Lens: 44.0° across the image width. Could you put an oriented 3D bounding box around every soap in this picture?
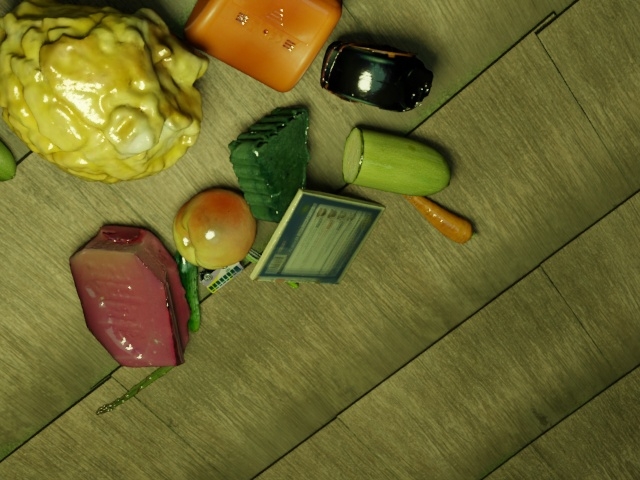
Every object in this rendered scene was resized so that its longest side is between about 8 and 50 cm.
[{"bbox_3d":[-0.411,0.123,1.744,0.220,0.127,0.324,-3,114,5],"label":"soap"}]

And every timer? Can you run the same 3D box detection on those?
[{"bbox_3d":[-0.113,-0.443,1.591,0.257,0.161,0.250,25,122,-21],"label":"timer"}]

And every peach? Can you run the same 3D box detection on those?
[{"bbox_3d":[-0.225,-0.028,1.711,0.184,0.184,0.184,-5,115,-10],"label":"peach"}]

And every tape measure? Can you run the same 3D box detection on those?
[{"bbox_3d":[0.108,-0.337,1.629,0.223,0.202,0.135,6,109,-20],"label":"tape measure"}]

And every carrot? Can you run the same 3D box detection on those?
[{"bbox_3d":[0.265,-0.064,1.867,0.257,0.061,0.061,31,104,-19],"label":"carrot"}]

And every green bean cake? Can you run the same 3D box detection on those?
[{"bbox_3d":[-0.088,-0.157,1.685,0.193,0.107,0.208,-46,127,-40],"label":"green bean cake"}]

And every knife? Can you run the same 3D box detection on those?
[{"bbox_3d":[-0.123,0.063,1.860,0.184,0.022,0.026,37,77,-23],"label":"knife"}]

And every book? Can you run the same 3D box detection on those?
[{"bbox_3d":[0.000,0.000,1.761,0.322,0.018,0.228,8,118,-54],"label":"book"}]

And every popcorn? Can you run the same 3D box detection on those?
[{"bbox_3d":[-0.415,-0.266,1.472,0.390,0.344,0.354,6,129,-2],"label":"popcorn"}]

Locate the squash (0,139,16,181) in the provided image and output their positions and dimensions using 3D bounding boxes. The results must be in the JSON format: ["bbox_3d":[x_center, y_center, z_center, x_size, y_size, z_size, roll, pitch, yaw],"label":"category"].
[{"bbox_3d":[-0.738,-0.237,1.556,0.094,0.094,0.341,-41,115,8],"label":"squash"}]

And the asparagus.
[{"bbox_3d":[-0.441,0.356,1.923,0.248,0.024,0.025,-35,73,5],"label":"asparagus"}]

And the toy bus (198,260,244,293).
[{"bbox_3d":[-0.225,0.070,1.824,0.102,0.052,0.058,-37,118,8],"label":"toy bus"}]

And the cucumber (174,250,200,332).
[{"bbox_3d":[-0.308,0.099,1.819,0.056,0.056,0.250,-5,115,-10],"label":"cucumber"}]

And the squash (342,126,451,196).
[{"bbox_3d":[0.180,-0.168,1.764,0.247,0.132,0.132,9,112,-18],"label":"squash"}]
